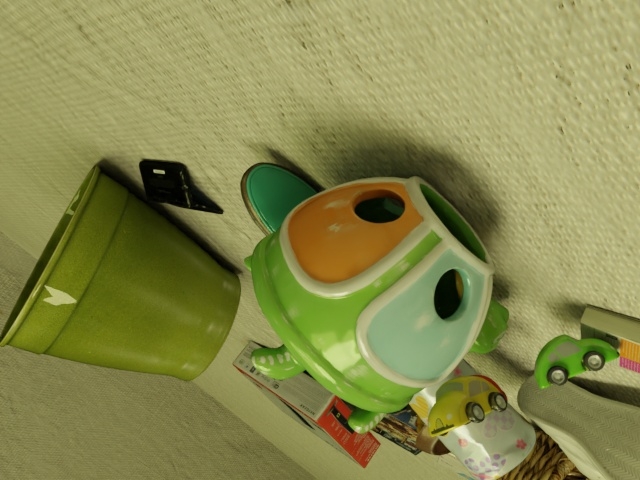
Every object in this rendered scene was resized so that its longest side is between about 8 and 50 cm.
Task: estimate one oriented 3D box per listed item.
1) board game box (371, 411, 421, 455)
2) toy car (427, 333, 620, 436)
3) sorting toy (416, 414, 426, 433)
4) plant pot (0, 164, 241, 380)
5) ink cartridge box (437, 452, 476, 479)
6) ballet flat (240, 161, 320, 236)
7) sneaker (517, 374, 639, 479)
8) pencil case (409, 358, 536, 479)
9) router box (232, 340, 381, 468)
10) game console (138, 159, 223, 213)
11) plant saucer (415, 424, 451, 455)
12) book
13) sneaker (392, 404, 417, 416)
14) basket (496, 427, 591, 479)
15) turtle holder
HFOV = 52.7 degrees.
[{"bbox_3d":[0.191,0.447,1.566,0.165,0.042,0.243,28,156,10],"label":"board game box"},{"bbox_3d":[0.236,0.162,0.768,0.053,0.225,0.239,67,-167,17],"label":"toy car"},{"bbox_3d":[0.134,0.216,1.091,0.127,0.126,0.365,1,142,50],"label":"sorting toy"},{"bbox_3d":[-0.358,0.100,1.246,0.353,0.366,0.366,29,159,-22],"label":"plant pot"},{"bbox_3d":[0.303,0.423,1.325,0.092,0.090,0.143,24,154,18],"label":"ink cartridge box"},{"bbox_3d":[0.000,0.000,0.887,0.280,0.095,0.096,38,168,-12],"label":"ballet flat"},{"bbox_3d":[0.424,0.297,0.890,0.169,0.108,0.292,43,176,-29],"label":"sneaker"},{"bbox_3d":[0.191,0.221,0.954,0.273,0.124,0.113,50,140,4],"label":"pencil case"},{"bbox_3d":[-0.036,0.432,1.704,0.335,0.082,0.301,21,155,43],"label":"router box"},{"bbox_3d":[-0.236,-0.089,1.093,0.122,0.071,0.107,9,118,40],"label":"game console"},{"bbox_3d":[0.243,0.322,1.123,0.029,0.168,0.168,54,173,38],"label":"plant saucer"},{"bbox_3d":[0.378,0.131,0.750,0.144,0.035,0.096,18,154,31],"label":"book"},{"bbox_3d":[0.145,0.314,1.325,0.170,0.075,0.063,9,147,42],"label":"sneaker"},{"bbox_3d":[0.408,0.490,1.074,0.223,0.299,0.213,12,148,42],"label":"basket"},{"bbox_3d":[0.086,0.073,0.725,0.227,0.243,0.320,-41,103,20],"label":"turtle holder"}]
